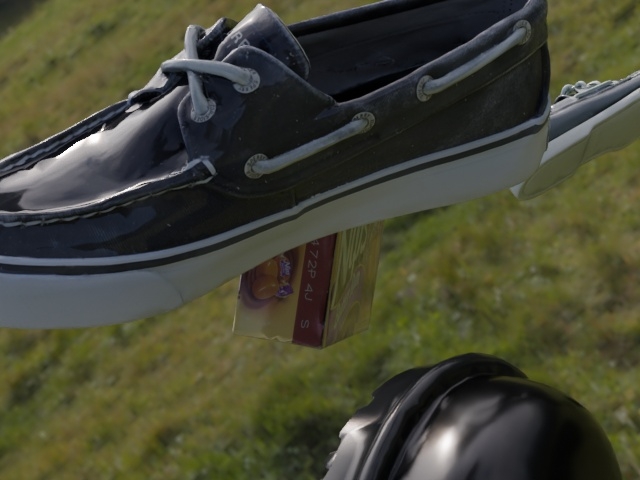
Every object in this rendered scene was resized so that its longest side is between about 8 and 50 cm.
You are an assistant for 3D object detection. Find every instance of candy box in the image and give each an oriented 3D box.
[{"bbox_3d":[0.000,0.000,0.825,0.187,0.053,0.109,6,-87,-82],"label":"candy box"}]

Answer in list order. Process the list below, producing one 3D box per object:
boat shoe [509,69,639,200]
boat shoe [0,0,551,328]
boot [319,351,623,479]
[{"bbox_3d":[0.316,-0.156,1.709,0.319,0.099,0.116,-30,-26,-30],"label":"boat shoe"},{"bbox_3d":[-0.030,-0.051,0.624,0.301,0.102,0.108,-15,39,-18],"label":"boat shoe"},{"bbox_3d":[0.120,0.160,0.384,0.260,0.131,0.348,-17,43,30],"label":"boot"}]
